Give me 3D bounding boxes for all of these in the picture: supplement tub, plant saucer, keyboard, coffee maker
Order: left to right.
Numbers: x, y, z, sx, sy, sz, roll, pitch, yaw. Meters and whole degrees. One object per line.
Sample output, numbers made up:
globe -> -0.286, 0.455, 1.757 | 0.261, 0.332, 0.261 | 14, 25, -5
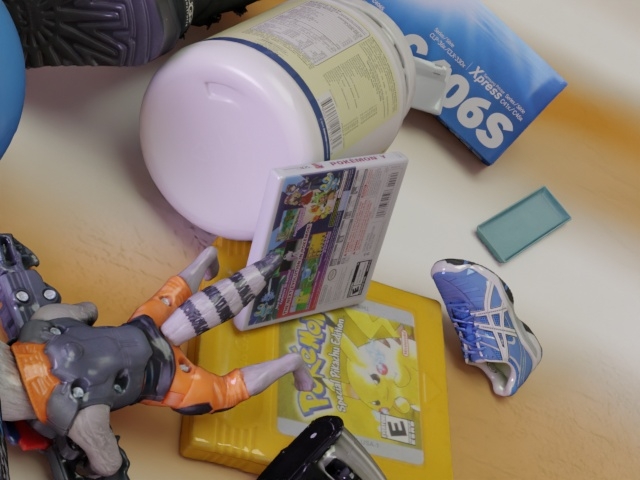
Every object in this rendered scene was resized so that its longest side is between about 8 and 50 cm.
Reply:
supplement tub -> -0.038, -0.161, 1.388 | 0.235, 0.235, 0.325 | 46, 37, 3
coffee maker -> 0.016, 0.296, 1.176 | 0.178, 0.171, 0.120 | 47, 10, -9
keyboard -> 0.059, -0.247, 1.629 | 0.256, 0.014, 0.072 | 15, 90, -8
plant saucer -> 0.297, -0.023, 1.681 | 0.192, 0.018, 0.067 | -28, 76, -44

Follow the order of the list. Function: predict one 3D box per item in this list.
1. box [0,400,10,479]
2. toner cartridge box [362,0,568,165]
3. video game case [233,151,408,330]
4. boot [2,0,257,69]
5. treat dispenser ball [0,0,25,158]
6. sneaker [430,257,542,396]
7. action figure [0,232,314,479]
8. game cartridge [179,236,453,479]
box -> -0.412, 0.168, 0.939 | 0.293, 0.073, 0.296 | -10, 61, -12
toner cartridge box -> 0.180, -0.286, 1.691 | 0.348, 0.165, 0.075 | 43, 3, 1
video game case -> 0.000, 0.000, 1.276 | 0.183, 0.201, 0.023 | -11, 40, -38
boot -> -0.242, -0.337, 1.436 | 0.367, 0.146, 0.445 | 14, 30, 18
treat dispenser ball -> -0.430, -0.158, 1.094 | 0.288, 0.288, 0.288 | 18, 49, -22
sneaker -> 0.207, 0.109, 1.450 | 0.211, 0.080, 0.081 | 50, 51, -20
action figure -> -0.213, 0.081, 1.138 | 0.330, 0.178, 0.341 | -19, 66, -36
game cartridge -> 0.003, 0.150, 1.327 | 0.323, 0.053, 0.285 | 19, 49, -23
